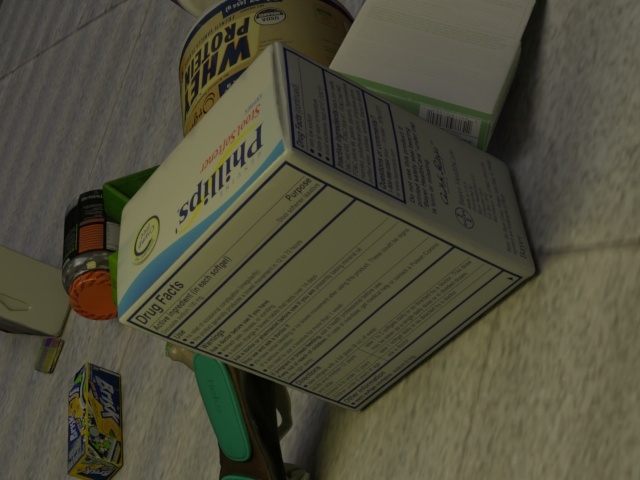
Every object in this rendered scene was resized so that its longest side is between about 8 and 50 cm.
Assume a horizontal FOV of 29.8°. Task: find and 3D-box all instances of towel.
[{"bbox_3d":[-0.454,0.192,2.004,0.083,0.009,0.060,-5,65,58],"label":"towel"}]

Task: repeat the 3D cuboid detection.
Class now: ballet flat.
[{"bbox_3d":[-0.059,0.224,1.227,0.095,0.096,0.280,7,107,45],"label":"ballet flat"}]

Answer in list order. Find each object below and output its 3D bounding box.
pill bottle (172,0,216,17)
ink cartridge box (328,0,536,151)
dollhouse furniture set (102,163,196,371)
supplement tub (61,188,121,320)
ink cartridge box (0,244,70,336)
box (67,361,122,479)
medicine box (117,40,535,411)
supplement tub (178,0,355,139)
[{"bbox_3d":[-0.191,-0.450,1.905,0.169,0.169,0.301,-60,30,9],"label":"pill bottle"},{"bbox_3d":[0.122,-0.209,1.227,0.056,0.171,0.235,90,-159,-53],"label":"ink cartridge box"},{"bbox_3d":[-0.132,0.041,1.506,0.302,0.151,0.197,31,131,46],"label":"dollhouse furniture set"},{"bbox_3d":[-0.333,0.023,1.827,0.117,0.117,0.190,-46,34,31],"label":"supplement tub"},{"bbox_3d":[-0.564,0.081,2.074,0.273,0.197,0.114,-3,66,57],"label":"ink cartridge box"},{"bbox_3d":[-0.316,0.254,1.682,0.054,0.059,0.168,-46,34,28],"label":"box"},{"bbox_3d":[0.000,0.000,1.126,0.263,0.289,0.149,-43,36,34],"label":"medicine box"},{"bbox_3d":[-0.039,-0.120,1.345,0.228,0.228,0.316,-47,34,28],"label":"supplement tub"}]
